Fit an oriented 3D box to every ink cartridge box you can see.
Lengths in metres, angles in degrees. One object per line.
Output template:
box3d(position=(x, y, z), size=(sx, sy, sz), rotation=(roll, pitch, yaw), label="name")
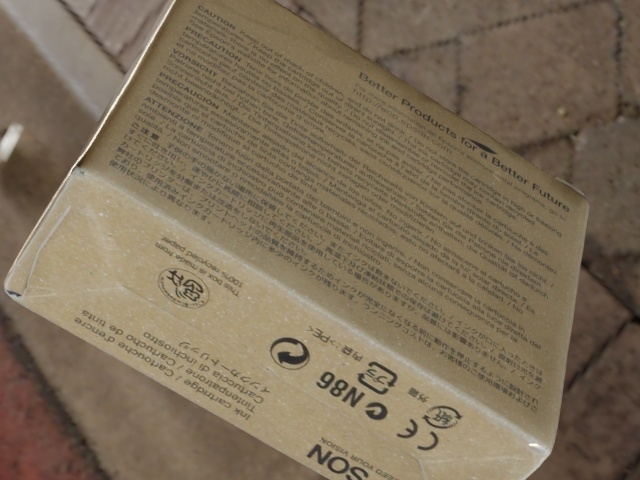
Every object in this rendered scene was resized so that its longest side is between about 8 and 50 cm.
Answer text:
box3d(position=(0.000, 0.000, 0.761), size=(0.088, 0.235, 0.193), rotation=(-53, 10, 36), label="ink cartridge box")
